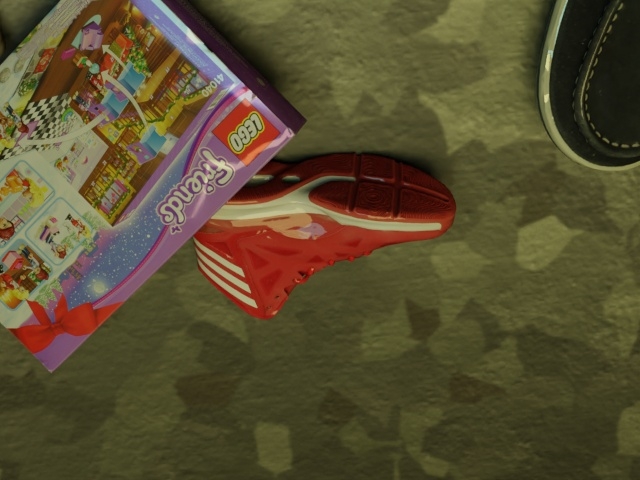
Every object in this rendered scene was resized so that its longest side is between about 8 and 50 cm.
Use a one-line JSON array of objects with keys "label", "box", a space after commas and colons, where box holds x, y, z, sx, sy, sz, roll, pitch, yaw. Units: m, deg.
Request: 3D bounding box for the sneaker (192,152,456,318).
[{"label": "sneaker", "box": [0.000, 0.000, 1.470, 0.221, 0.087, 0.128, 6, 128, 5]}]

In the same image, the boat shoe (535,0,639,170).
[{"label": "boat shoe", "box": [0.345, -0.240, 1.313, 0.187, 0.156, 0.500, 32, 114, -23]}]

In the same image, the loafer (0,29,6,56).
[{"label": "loafer", "box": [-0.319, -0.161, 1.355, 0.148, 0.056, 0.050, -7, 120, -13]}]

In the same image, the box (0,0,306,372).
[{"label": "box", "box": [-0.183, -0.063, 1.387, 0.201, 0.057, 0.293, 45, 108, -5]}]
